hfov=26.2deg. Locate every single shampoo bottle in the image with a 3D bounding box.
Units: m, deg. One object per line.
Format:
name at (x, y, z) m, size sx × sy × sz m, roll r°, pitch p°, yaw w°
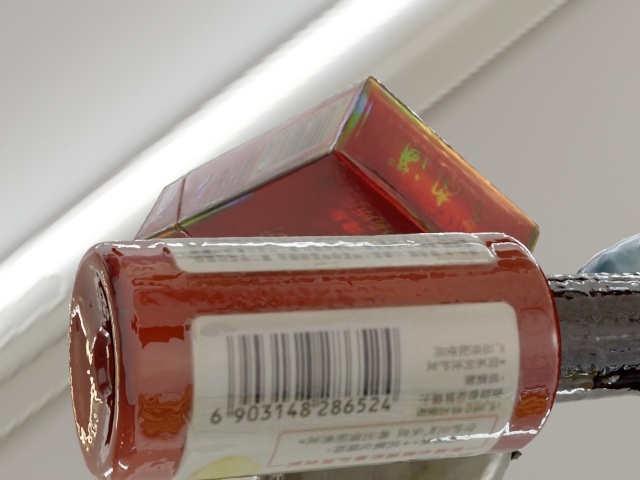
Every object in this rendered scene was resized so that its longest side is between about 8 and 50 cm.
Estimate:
shampoo bottle at (0.033, 0.049, 0.621) m, size 0.278 × 0.104 × 0.104 m, roll -1°, pitch -123°, yaw -22°

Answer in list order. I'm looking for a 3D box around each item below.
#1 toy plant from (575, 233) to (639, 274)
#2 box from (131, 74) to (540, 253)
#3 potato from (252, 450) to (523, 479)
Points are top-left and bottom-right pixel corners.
toy plant at (0.272, 0.035, 0.734) m, size 0.247 × 0.247 × 0.332 m, roll 23°, pitch -133°, yaw 25°
box at (0.001, 0.000, 1.159) m, size 0.313 × 0.197 × 0.089 m, roll -22°, pitch -144°, yaw 51°
potato at (0.041, 0.141, 0.863) m, size 0.165 × 0.165 × 0.262 m, roll 18°, pitch -98°, yaw 23°
